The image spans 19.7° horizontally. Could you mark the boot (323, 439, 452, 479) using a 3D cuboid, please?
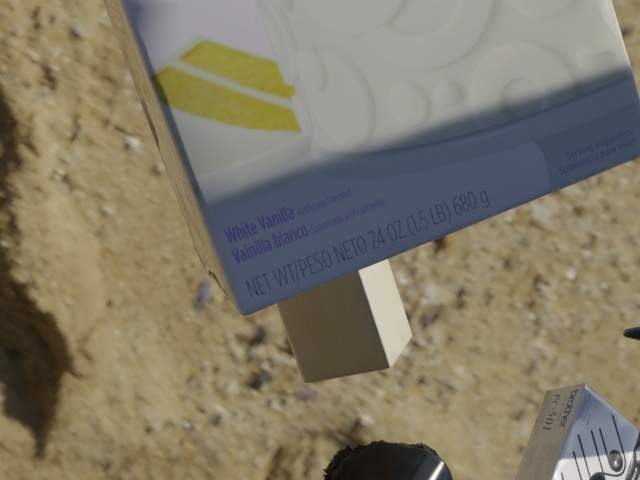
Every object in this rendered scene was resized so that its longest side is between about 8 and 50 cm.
[{"bbox_3d":[0.051,0.234,1.467,0.094,0.246,0.207,51,47,-13],"label":"boot"}]

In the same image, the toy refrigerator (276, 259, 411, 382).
[{"bbox_3d":[0.000,0.000,1.892,0.270,0.102,0.094,71,24,-15],"label":"toy refrigerator"}]

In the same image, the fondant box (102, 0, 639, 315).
[{"bbox_3d":[0.005,-0.159,0.942,0.238,0.096,0.330,-22,106,-7],"label":"fondant box"}]

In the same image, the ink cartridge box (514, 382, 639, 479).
[{"bbox_3d":[0.184,0.220,1.382,0.097,0.046,0.207,40,56,-25],"label":"ink cartridge box"}]

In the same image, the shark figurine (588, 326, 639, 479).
[{"bbox_3d":[0.230,0.188,1.155,0.166,0.116,0.278,18,110,-24],"label":"shark figurine"}]
